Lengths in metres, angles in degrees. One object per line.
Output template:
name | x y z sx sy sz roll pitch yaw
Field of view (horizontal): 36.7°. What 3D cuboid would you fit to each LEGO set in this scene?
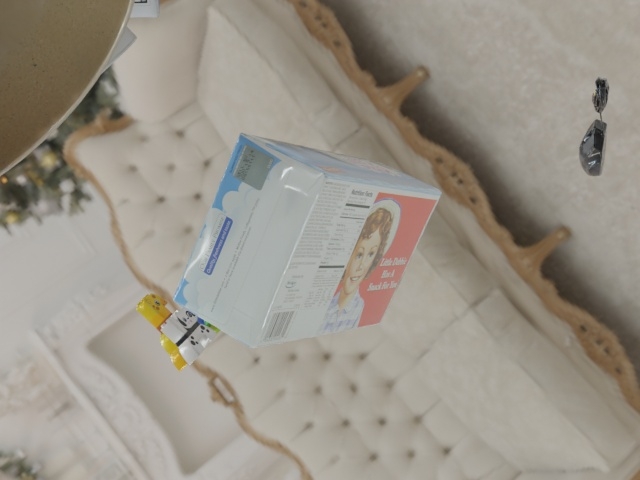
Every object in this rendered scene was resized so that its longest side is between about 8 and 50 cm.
LEGO set | -0.161 0.081 1.180 0.093 0.227 0.087 44 116 -3

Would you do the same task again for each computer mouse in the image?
computer mouse | 0.428 -0.177 1.517 0.041 0.071 0.242 9 153 18

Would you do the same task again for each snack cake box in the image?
snack cake box | 0.000 0.000 0.864 0.089 0.152 0.264 27 -169 24

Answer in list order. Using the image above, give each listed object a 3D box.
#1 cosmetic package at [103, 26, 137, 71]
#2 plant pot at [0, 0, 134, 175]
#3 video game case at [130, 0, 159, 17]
cosmetic package | -0.437 -0.360 1.648 0.184 0.151 0.151 46 174 -20
plant pot | -0.284 -0.168 0.609 0.191 0.284 0.284 45 156 12
video game case | -0.287 -0.348 0.935 0.061 0.244 0.269 -101 11 -50
